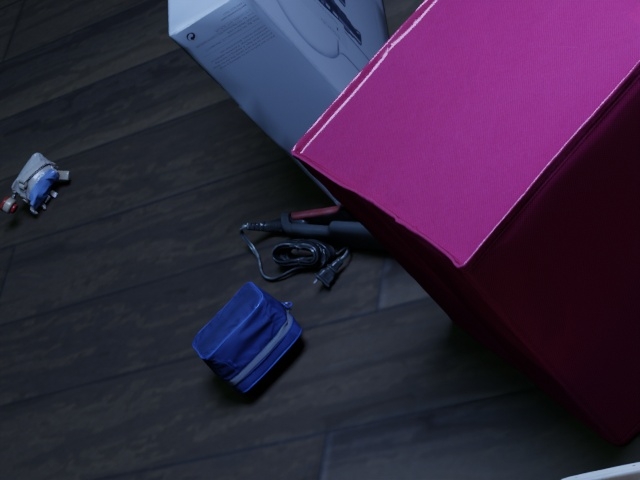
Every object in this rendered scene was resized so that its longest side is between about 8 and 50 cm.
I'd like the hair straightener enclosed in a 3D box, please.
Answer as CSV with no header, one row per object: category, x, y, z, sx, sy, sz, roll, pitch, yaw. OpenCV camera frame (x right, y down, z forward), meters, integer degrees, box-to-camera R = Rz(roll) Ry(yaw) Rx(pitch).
hair straightener,0.000,0.000,1.598,0.230,0.047,0.089,-1,55,42

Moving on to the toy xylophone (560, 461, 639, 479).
toy xylophone,0.243,0.290,1.088,0.236,0.081,0.323,-23,43,25

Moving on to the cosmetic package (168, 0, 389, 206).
cosmetic package,-0.037,-0.255,1.672,0.097,0.284,0.377,-27,42,19

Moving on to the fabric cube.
fabric cube,0.188,-0.046,1.300,0.254,0.258,0.259,-47,38,-4

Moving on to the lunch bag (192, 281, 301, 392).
lunch bag,-0.064,0.092,1.561,0.098,0.065,0.067,-45,22,1

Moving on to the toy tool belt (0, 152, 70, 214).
toy tool belt,-0.340,-0.059,1.960,0.051,0.052,0.083,31,82,7
